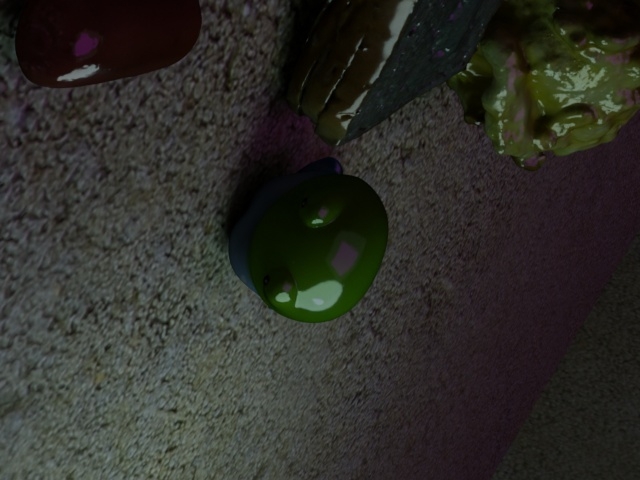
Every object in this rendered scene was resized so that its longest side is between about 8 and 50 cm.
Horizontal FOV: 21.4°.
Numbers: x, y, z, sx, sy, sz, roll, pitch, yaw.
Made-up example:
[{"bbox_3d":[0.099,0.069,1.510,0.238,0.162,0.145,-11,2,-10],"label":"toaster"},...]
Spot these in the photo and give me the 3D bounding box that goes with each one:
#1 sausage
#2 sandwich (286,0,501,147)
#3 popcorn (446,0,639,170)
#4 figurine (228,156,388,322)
[{"bbox_3d":[-0.151,-0.154,1.229,0.194,0.077,0.077,-20,134,-59],"label":"sausage"},{"bbox_3d":[0.103,-0.244,1.597,0.271,0.099,0.301,-41,166,-44],"label":"sandwich"},{"bbox_3d":[0.249,-0.222,1.863,0.237,0.293,0.293,-32,174,28],"label":"popcorn"},{"bbox_3d":[0.000,0.000,1.710,0.162,0.143,0.263,-59,171,8],"label":"figurine"}]
